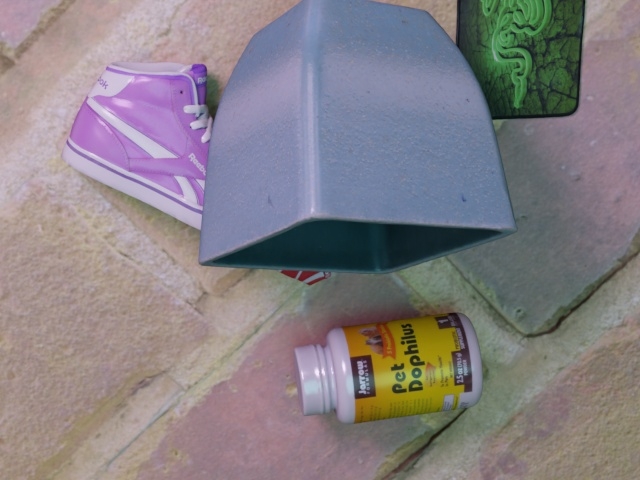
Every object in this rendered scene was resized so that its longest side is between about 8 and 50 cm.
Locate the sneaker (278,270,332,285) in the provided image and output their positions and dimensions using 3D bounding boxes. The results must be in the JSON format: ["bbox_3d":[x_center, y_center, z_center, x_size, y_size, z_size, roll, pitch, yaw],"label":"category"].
[{"bbox_3d":[0.000,0.000,1.497,0.067,0.042,0.118,31,111,-14],"label":"sneaker"}]

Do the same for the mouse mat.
[{"bbox_3d":[0.229,-0.231,1.466,0.152,0.007,0.190,-4,110,-8],"label":"mouse mat"}]

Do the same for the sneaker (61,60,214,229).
[{"bbox_3d":[-0.126,-0.103,1.409,0.282,0.102,0.161,24,102,-17],"label":"sneaker"}]

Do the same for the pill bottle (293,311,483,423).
[{"bbox_3d":[0.079,0.155,1.529,0.215,0.117,0.117,-7,112,-6],"label":"pill bottle"}]

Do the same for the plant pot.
[{"bbox_3d":[0.027,-0.112,1.332,0.247,0.247,0.252,4,76,-31],"label":"plant pot"}]
